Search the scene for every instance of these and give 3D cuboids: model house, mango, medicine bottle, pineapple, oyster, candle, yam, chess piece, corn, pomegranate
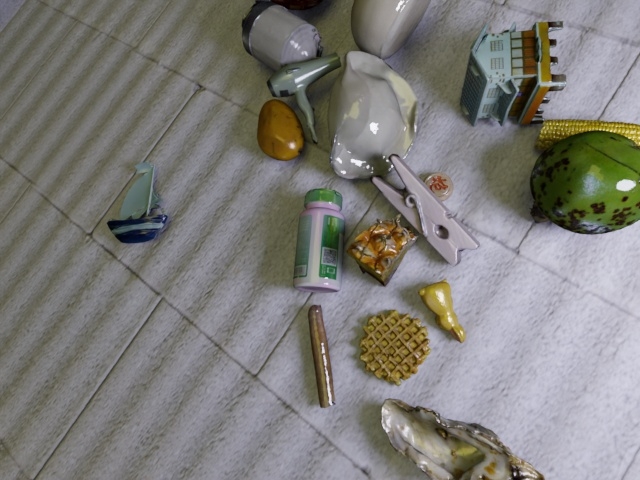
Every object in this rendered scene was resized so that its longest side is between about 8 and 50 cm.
[{"bbox_3d":[0.488,-0.424,1.044,0.215,0.224,0.198,4,77,13],"label":"model house"},{"bbox_3d":[-0.133,-0.347,1.252,0.147,0.109,0.227,-26,68,7],"label":"mango"},{"bbox_3d":[0.000,0.000,1.100,0.133,0.133,0.274,0,75,16],"label":"medicine bottle"},{"bbox_3d":[0.167,0.035,1.035,0.114,0.236,0.186,41,127,27],"label":"pineapple"},{"bbox_3d":[0.301,0.462,0.893,0.341,0.110,0.166,1,69,19],"label":"oyster"},{"bbox_3d":[-0.092,-0.620,1.283,0.330,0.187,0.187,40,88,22],"label":"candle"},{"bbox_3d":[0.001,0.299,1.057,0.046,0.046,0.264,-13,71,12],"label":"yam"},{"bbox_3d":[0.322,-0.146,1.102,0.083,0.038,0.083,-4,72,13],"label":"chess piece"},{"bbox_3d":[0.676,-0.254,1.004,0.244,0.093,0.093,10,77,19],"label":"corn"},{"bbox_3d":[0.604,-0.124,0.917,0.270,0.254,0.254,-36,61,46],"label":"pomegranate"}]

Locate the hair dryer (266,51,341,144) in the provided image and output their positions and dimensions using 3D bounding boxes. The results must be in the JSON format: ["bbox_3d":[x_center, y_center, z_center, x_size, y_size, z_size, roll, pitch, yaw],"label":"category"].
[{"bbox_3d":[-0.005,-0.447,1.199,0.229,0.092,0.267,-40,79,1],"label":"hair dryer"}]

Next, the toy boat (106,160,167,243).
[{"bbox_3d":[-0.587,-0.122,1.339,0.210,0.070,0.291,17,77,17],"label":"toy boat"}]

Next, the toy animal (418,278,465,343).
[{"bbox_3d":[0.306,0.183,0.995,0.083,0.070,0.159,-19,80,-33],"label":"toy animal"}]

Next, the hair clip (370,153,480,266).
[{"bbox_3d":[0.273,-0.083,1.058,0.101,0.085,0.331,-46,75,20],"label":"hair clip"}]

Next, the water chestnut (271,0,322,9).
[{"bbox_3d":[-0.110,-0.923,1.345,0.335,0.347,0.335,7,71,-22],"label":"water chestnut"}]

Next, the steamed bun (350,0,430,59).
[{"bbox_3d":[0.193,-0.683,1.163,0.177,0.283,0.283,37,86,6],"label":"steamed bun"}]

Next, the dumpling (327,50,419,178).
[{"bbox_3d":[0.150,-0.359,1.150,0.260,0.181,0.341,8,64,-3],"label":"dumpling"}]

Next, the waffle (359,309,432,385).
[{"bbox_3d":[0.185,0.266,1.019,0.191,0.038,0.191,-5,73,15],"label":"waffle"}]
